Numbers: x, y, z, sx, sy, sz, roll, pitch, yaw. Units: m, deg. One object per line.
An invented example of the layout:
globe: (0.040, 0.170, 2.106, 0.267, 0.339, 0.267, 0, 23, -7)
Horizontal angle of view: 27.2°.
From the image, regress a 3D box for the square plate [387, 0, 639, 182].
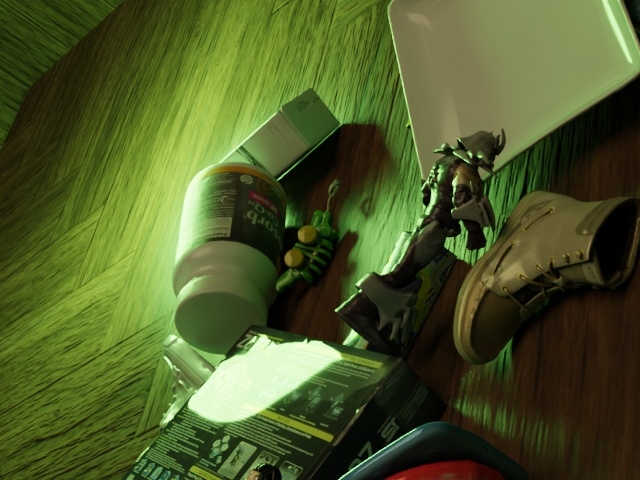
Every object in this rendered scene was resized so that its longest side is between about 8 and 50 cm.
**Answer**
square plate: (0.231, -0.247, 1.612, 0.344, 0.049, 0.347, -37, 51, 39)

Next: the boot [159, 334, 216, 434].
boot: (-0.195, 0.224, 1.897, 0.123, 0.095, 0.258, -51, 26, -6)

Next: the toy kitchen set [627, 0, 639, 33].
toy kitchen set: (0.430, -0.319, 1.431, 0.207, 0.122, 0.166, -57, 25, -4)

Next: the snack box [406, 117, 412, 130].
snack box: (0.221, -0.235, 1.759, 0.207, 0.070, 0.175, -24, 40, 45)

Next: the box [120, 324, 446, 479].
box: (-0.071, 0.260, 1.579, 0.318, 0.097, 0.395, -53, 24, -17)

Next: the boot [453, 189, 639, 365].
boot: (0.237, 0.041, 1.386, 0.213, 0.077, 0.165, -59, 27, -14)

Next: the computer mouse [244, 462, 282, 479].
computer mouse: (-0.004, 0.305, 1.367, 0.042, 0.193, 0.106, 147, 144, -70)

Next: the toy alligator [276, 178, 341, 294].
toy alligator: (0.000, 0.000, 1.891, 0.051, 0.056, 0.190, 24, 75, 22)

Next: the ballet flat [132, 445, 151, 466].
ballet flat: (-0.230, 0.392, 1.785, 0.086, 0.086, 0.248, -36, 32, 35)

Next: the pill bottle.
pill bottle: (-0.135, 0.025, 1.965, 0.162, 0.162, 0.278, -39, 30, 31)

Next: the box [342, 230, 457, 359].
box: (0.096, 0.075, 1.611, 0.169, 0.059, 0.054, -61, 26, -12)

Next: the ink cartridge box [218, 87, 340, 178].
ink cartridge box: (-0.078, -0.142, 2.103, 0.190, 0.082, 0.139, -37, 3, 31)

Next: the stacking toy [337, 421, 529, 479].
stacking toy: (0.124, 0.331, 1.179, 0.165, 0.175, 0.302, -39, 43, 21)

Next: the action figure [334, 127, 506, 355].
action figure: (0.129, -0.008, 1.509, 0.285, 0.099, 0.185, -57, 2, 1)
